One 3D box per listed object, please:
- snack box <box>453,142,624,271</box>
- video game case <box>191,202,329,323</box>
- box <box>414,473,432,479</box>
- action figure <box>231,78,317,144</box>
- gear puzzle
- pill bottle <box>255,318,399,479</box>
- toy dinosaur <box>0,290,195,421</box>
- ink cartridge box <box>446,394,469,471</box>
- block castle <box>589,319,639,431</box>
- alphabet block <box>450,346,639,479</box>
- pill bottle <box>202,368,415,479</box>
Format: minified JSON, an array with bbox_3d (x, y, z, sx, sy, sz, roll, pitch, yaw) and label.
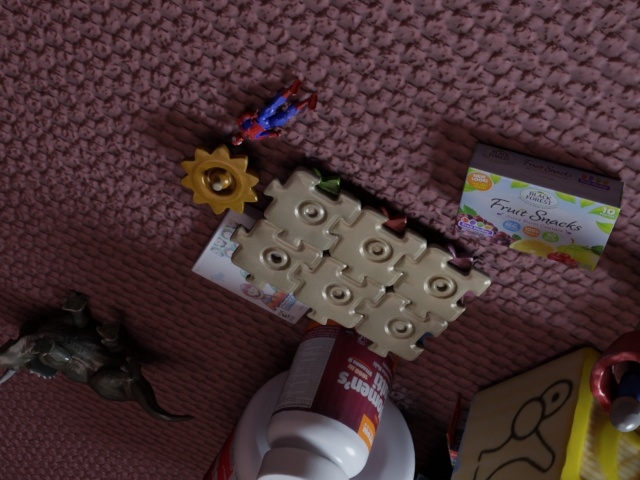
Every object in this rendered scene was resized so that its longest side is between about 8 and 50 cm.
[{"bbox_3d":[0.203,-0.031,1.055,0.141,0.037,0.100,16,143,8],"label":"snack box"},{"bbox_3d":[-0.061,0.028,1.286,0.143,0.019,0.157,28,144,-8],"label":"video game case"},{"bbox_3d":[0.227,0.433,1.496,0.293,0.073,0.295,23,153,4],"label":"box"},{"bbox_3d":[-0.051,-0.118,1.084,0.038,0.030,0.115,34,145,-25],"label":"action figure"},{"bbox_3d":[0.000,0.000,1.187,0.339,0.044,0.175,30,130,-11],"label":"gear puzzle"},{"bbox_3d":[0.008,0.200,1.300,0.121,0.221,0.121,14,144,10],"label":"pill bottle"},{"bbox_3d":[-0.309,0.163,1.538,0.313,0.121,0.160,17,157,-2],"label":"toy dinosaur"},{"bbox_3d":[0.184,0.251,1.411,0.029,0.063,0.115,8,143,20],"label":"ink cartridge box"},{"bbox_3d":[0.460,0.266,1.039,0.303,0.213,0.453,-7,114,39],"label":"block castle"},{"bbox_3d":[0.285,0.265,1.272,0.193,0.192,0.197,33,144,-18],"label":"alphabet block"},{"bbox_3d":[-0.044,0.349,1.515,0.229,0.229,0.407,24,144,-3],"label":"pill bottle"}]
